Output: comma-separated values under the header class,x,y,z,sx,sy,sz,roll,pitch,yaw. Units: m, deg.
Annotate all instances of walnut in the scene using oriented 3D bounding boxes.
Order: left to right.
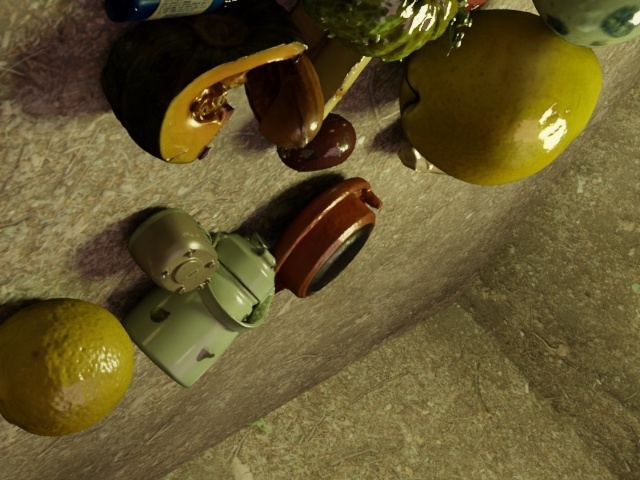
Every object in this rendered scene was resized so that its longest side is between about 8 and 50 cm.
class,x,y,z,sx,sy,sz,roll,pitch,yaw
walnut,-0.059,-0.236,1.247,0.116,0.207,0.116,-12,164,-4

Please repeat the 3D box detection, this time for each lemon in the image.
class,x,y,z,sx,sy,sz,roll,pitch,yaw
lemon,-0.469,0.226,1.465,0.267,0.267,0.267,-35,160,-15

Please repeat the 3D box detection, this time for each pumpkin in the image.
class,x,y,z,sx,sy,sz,roll,pitch,yaw
pumpkin,-0.169,-0.231,1.188,0.281,0.139,0.190,-24,151,-33

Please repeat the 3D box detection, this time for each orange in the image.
class,x,y,z,sx,sy,sz,roll,pitch,yaw
orange,0.088,-0.405,1.158,0.301,0.223,0.300,-22,131,-40

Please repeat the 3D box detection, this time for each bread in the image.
class,x,y,z,sx,sy,sz,roll,pitch,yaw
bread,0.040,-0.295,1.401,0.167,0.163,0.264,-51,159,25

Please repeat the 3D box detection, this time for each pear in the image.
class,x,y,z,sx,sy,sz,roll,pitch,yaw
pear,0.365,-0.296,1.683,0.418,0.362,0.362,-8,150,-17

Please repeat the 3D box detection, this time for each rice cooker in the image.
class,x,y,z,sx,sy,sz,roll,pitch,yaw
rice cooker,-0.278,0.023,1.553,0.145,0.127,0.206,-39,152,-1

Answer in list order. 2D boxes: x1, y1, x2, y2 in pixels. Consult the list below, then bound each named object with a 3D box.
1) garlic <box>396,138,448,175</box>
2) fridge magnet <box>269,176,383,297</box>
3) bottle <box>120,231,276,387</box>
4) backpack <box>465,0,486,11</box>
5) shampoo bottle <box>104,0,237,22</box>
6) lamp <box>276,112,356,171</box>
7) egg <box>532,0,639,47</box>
class,x,y,z,sx,sy,sz,roll,pitch,yaw
garlic,0.342,-0.306,1.979,0.246,0.231,0.340,24,102,-21
fridge magnet,0.000,0.000,1.948,0.363,0.155,0.363,-45,169,-11
bottle,-0.231,0.130,1.746,0.352,0.229,0.229,-44,161,-8
backpack,0.263,-0.483,1.435,0.229,0.139,0.229,-34,160,-15
shampoo bottle,-0.187,-0.324,1.068,0.183,0.050,0.087,-22,-179,-42
lamp,-0.010,-0.203,1.567,0.156,0.134,0.157,-10,-173,0
egg,0.534,-0.554,1.443,0.345,0.345,0.427,-17,127,-49
